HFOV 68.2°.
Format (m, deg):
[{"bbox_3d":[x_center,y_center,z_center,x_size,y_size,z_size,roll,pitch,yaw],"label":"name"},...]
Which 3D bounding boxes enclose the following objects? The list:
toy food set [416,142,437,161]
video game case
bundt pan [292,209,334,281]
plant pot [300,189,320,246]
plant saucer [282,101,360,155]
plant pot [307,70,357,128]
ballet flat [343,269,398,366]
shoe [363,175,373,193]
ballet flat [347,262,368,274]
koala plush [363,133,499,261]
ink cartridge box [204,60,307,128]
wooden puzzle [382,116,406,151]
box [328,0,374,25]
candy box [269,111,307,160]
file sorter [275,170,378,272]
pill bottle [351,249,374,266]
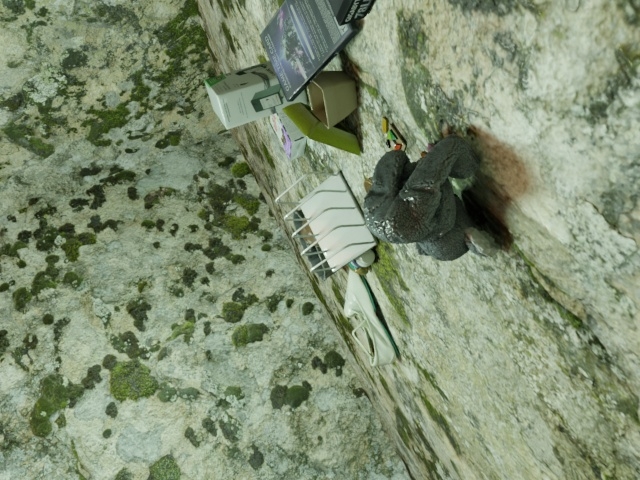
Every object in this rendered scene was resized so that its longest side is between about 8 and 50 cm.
[{"bbox_3d":[0.224,-0.154,0.934,0.078,0.019,0.122,66,168,-1],"label":"toy food set"},{"bbox_3d":[-0.038,-0.486,1.108,0.274,0.026,0.196,-30,80,51],"label":"video game case"},{"bbox_3d":[0.000,0.000,2.009,0.331,0.124,0.331,60,168,23],"label":"bundt pan"},{"bbox_3d":[0.010,-0.092,1.730,0.165,0.166,0.167,93,152,-48],"label":"plant pot"},{"bbox_3d":[0.011,-0.317,1.302,0.045,0.188,0.188,-61,40,24],"label":"plant saucer"},{"bbox_3d":[0.034,-0.365,1.186,0.109,0.096,0.109,77,165,-45],"label":"plant pot"},{"bbox_3d":[0.169,0.306,1.837,0.401,0.139,0.139,66,169,5],"label":"ballet flat"},{"bbox_3d":[0.167,-0.089,1.263,0.076,0.058,0.219,31,153,36],"label":"shoe"},{"bbox_3d":[0.107,0.053,1.766,0.073,0.080,0.232,36,-166,-41],"label":"ballet flat"},{"bbox_3d":[0.205,-0.038,0.867,0.196,0.203,0.221,-3,143,49],"label":"koala plush"},{"bbox_3d":[-0.217,-0.500,1.585,0.211,0.289,0.122,-128,21,-51],"label":"ink cartridge box"},{"bbox_3d":[0.168,-0.220,1.074,0.116,0.014,0.079,59,167,30],"label":"wooden puzzle"},{"bbox_3d":[0.036,-0.583,0.812,0.294,0.073,0.295,66,168,-1],"label":"box"},{"bbox_3d":[-0.129,-0.438,1.848,0.196,0.070,0.165,63,169,11],"label":"candy box"},{"bbox_3d":[0.011,-0.057,1.508,0.173,0.192,0.278,-6,-115,-55],"label":"file sorter"},{"bbox_3d":[0.145,0.057,1.603,0.067,0.067,0.120,66,169,1],"label":"pill bottle"}]
